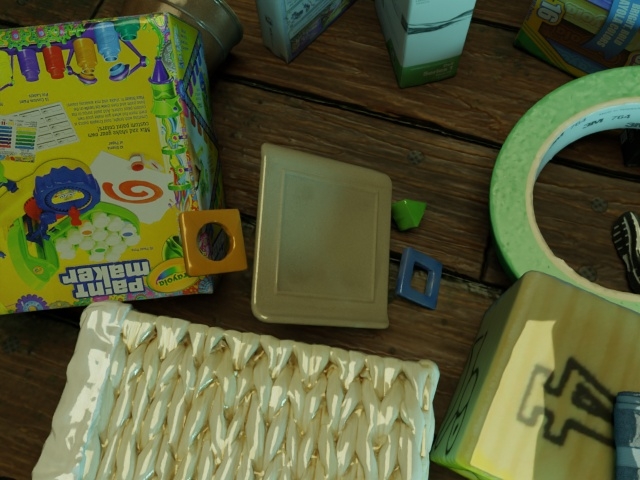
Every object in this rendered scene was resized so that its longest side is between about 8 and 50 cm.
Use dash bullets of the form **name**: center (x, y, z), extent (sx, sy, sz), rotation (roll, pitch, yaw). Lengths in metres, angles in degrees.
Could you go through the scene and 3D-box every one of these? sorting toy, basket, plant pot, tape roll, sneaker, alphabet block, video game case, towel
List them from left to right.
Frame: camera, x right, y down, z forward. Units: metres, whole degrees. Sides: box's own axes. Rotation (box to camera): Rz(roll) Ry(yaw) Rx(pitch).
- **plant pot**: center (-0.214, -0.249, 0.770), extent (0.167, 0.167, 0.165), rotation (21, 80, 9)
- **basket**: center (-0.067, 0.260, 0.483), extent (0.266, 0.328, 0.331), rotation (9, 69, 3)
- **sorting toy**: center (0.000, 0.000, 0.646), extent (0.347, 0.047, 0.196), rotation (9, 76, -34)
- **video game case**: center (0.015, -0.415, 0.768), extent (0.061, 0.244, 0.269), rotation (39, 76, 16)
- **alphabet block**: center (0.244, 0.175, 0.576), extent (0.193, 0.192, 0.197), rotation (23, 73, 12)
- **tape roll**: center (0.364, -0.042, 0.665), extent (0.321, 0.077, 0.321), rotation (-4, 77, 15)
- **sneaker**: center (0.403, 0.015, 0.711), extent (0.043, 0.040, 0.109), rotation (-4, 74, -14)
- **towel**: center (0.272, 0.185, 0.455), extent (0.067, 0.029, 0.120), rotation (7, 71, 6)

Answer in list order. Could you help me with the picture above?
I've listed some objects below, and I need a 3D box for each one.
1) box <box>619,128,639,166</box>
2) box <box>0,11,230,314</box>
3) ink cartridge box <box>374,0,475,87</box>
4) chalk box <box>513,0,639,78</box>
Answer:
- **box**: center (0.451, -0.132, 0.744), extent (0.083, 0.062, 0.052), rotation (1, 70, 4)
- **box**: center (-0.268, -0.082, 0.630), extent (0.289, 0.177, 0.279), rotation (-5, 105, 0)
- **ink cartridge box**: center (0.135, -0.337, 0.747), extent (0.092, 0.219, 0.160), rotation (-12, 70, -2)
- **chalk box**: center (0.446, -0.308, 0.750), extent (0.289, 0.179, 0.180), rotation (35, 74, 12)
